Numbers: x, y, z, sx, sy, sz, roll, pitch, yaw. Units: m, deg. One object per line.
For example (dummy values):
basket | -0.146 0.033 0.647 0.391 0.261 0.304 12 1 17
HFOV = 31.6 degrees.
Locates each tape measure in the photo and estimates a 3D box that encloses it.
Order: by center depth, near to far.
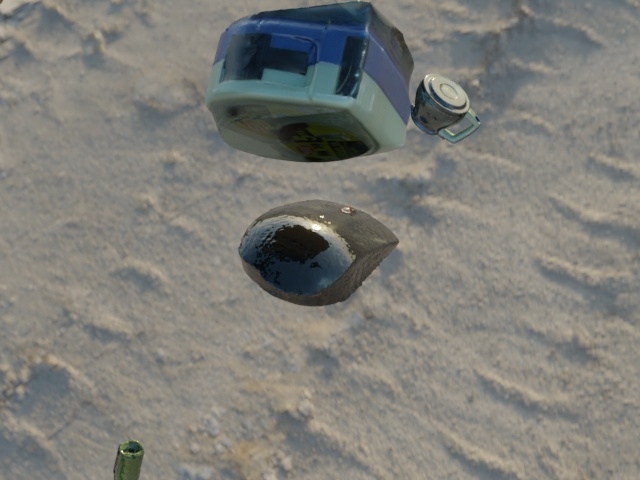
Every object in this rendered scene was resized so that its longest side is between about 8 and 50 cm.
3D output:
tape measure | -0.017 -0.195 1.486 0.262 0.259 0.138 1 76 19

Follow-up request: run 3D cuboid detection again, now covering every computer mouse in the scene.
computer mouse | 0.001 -0.004 1.636 0.168 0.087 0.295 25 32 20

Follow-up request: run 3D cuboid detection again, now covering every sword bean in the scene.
sword bean | -0.289 0.375 1.615 0.038 0.269 0.043 13 45 -8

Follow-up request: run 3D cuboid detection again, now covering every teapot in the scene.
teapot | 0.147 -0.153 1.347 0.088 0.057 0.066 37 41 -1

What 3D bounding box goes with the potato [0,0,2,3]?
potato | -0.385 -0.276 1.255 0.046 0.045 0.092 -8 6 27
